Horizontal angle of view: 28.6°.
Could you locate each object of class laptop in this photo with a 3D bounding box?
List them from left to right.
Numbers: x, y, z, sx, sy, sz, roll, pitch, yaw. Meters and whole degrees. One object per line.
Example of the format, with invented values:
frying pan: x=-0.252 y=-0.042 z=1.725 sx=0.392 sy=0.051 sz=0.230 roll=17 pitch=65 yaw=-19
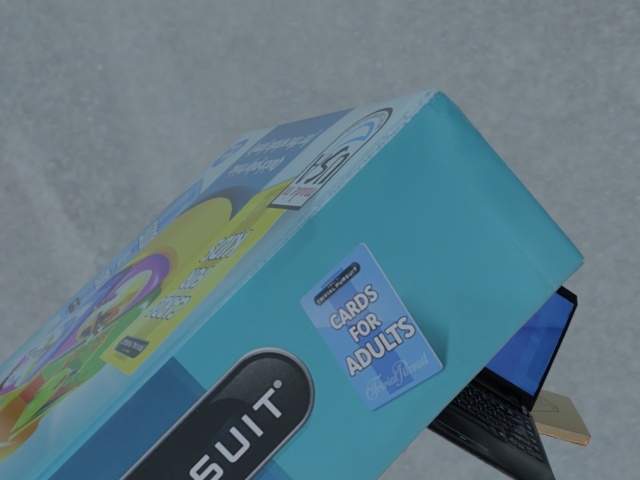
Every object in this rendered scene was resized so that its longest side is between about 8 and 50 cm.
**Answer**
laptop: x=0.188 y=0.118 z=1.375 sx=0.137 sy=0.234 sz=0.264 roll=-52 pitch=18 yaw=19

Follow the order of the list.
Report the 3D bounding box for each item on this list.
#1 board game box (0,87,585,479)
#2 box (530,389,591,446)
board game box: x=-0.093 y=0.091 z=0.469 sx=0.079 sy=0.336 sz=0.254 roll=48 pitch=168 yaw=-12
box: x=0.320 y=0.262 z=2.011 sx=0.164 sy=0.201 sz=0.021 roll=-93 pitch=19 yaw=-73
